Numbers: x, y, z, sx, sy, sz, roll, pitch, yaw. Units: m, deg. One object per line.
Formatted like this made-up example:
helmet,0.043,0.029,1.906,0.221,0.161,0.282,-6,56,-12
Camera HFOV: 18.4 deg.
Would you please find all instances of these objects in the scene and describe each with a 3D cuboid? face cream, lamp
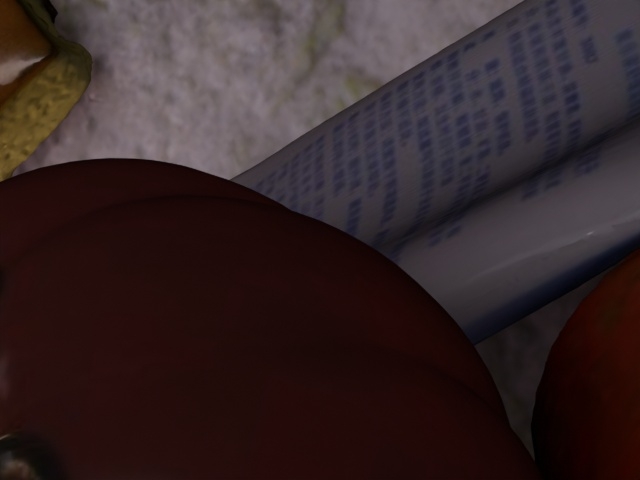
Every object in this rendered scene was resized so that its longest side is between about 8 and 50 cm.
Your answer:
face cream,0.000,0.000,0.764,0.420,0.137,0.235,-31,21,22
lamp,-0.069,0.127,0.560,0.303,0.257,0.303,-24,52,35

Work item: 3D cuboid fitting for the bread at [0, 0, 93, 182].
bread,-0.253,-0.154,0.989,0.138,0.077,0.361,-46,62,11

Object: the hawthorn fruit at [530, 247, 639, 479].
hawthorn fruit,0.221,0.067,0.581,0.300,0.254,0.254,-36,64,21
